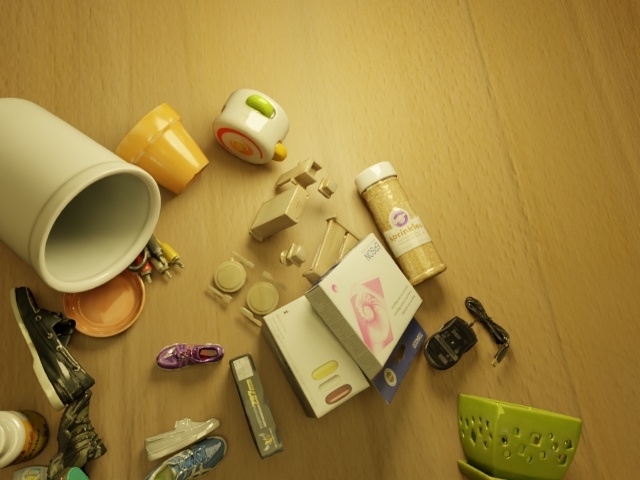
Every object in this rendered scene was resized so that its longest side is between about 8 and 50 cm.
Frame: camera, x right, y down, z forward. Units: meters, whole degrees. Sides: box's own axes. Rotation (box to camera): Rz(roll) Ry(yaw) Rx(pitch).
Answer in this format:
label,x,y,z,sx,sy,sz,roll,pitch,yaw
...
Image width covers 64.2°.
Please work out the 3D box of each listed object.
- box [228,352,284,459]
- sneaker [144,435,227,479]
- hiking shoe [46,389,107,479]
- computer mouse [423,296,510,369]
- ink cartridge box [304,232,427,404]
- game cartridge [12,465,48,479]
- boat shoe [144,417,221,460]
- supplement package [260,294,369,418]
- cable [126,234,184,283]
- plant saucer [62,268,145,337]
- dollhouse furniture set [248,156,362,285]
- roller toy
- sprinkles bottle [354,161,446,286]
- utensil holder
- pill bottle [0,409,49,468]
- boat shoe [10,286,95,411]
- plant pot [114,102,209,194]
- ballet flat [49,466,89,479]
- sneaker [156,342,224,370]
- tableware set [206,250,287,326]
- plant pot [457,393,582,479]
label,x,y,z,sx,sy,sz,roll,pitch,yaw
box,-0.158,0.393,1.224,0.059,0.183,0.233,-18,77,-13
sneaker,-0.316,0.538,1.207,0.211,0.081,0.080,-29,77,-18
hiking shoe,-0.556,0.465,1.201,0.114,0.086,0.227,13,80,-14
computer mouse,0.403,0.296,1.414,0.262,0.060,0.184,-38,77,-29
ink cartridge box,0.149,0.179,1.285,0.330,0.071,0.324,52,36,-2
game cartridge,-0.668,0.552,1.182,0.083,0.017,0.056,-3,69,-10
boat shoe,-0.337,0.468,1.241,0.184,0.066,0.063,-24,78,-5
supplement package,-0.024,0.286,1.269,0.145,0.204,0.262,-28,78,-16
cable,-0.492,-0.013,1.370,0.139,0.072,0.287,-26,69,-30
plant saucer,-0.553,0.151,1.316,0.200,0.037,0.200,3,73,-9
dollhouse furniture set,0.000,0.000,1.453,0.355,0.174,0.303,39,54,-26
roller toy,-0.197,-0.312,1.440,0.191,0.209,0.146,13,66,33
sprinkles bottle,0.227,-0.048,1.459,0.121,0.121,0.355,-23,78,-15
utensil holder,-0.636,-0.116,1.202,0.385,0.327,0.327,32,70,16
pill bottle,-0.685,0.432,1.111,0.117,0.215,0.117,3,73,-8
boat shoe,-0.635,0.232,1.215,0.113,0.127,0.340,-26,57,-23
plant pot,-0.416,-0.232,1.388,0.188,0.205,0.205,43,70,-11
ballet flat,-0.508,0.627,1.138,0.096,0.095,0.280,-33,97,8
sneaker,-0.330,0.286,1.290,0.170,0.071,0.068,-7,74,-11
tableware set,-0.198,0.128,1.381,0.194,0.039,0.128,33,82,8
plant pot,0.478,0.515,1.272,0.227,0.228,0.207,13,77,-5
